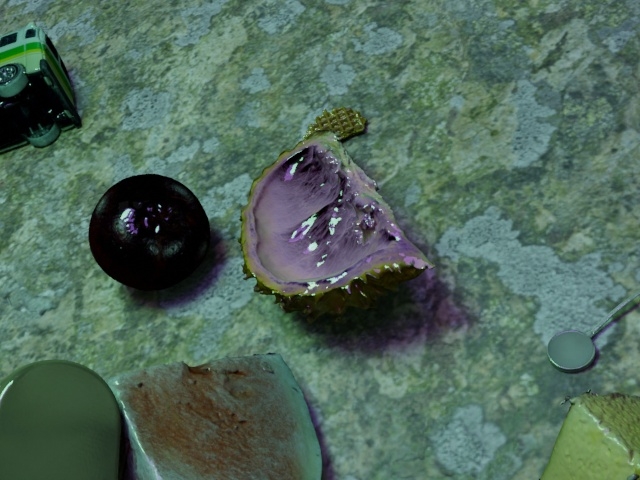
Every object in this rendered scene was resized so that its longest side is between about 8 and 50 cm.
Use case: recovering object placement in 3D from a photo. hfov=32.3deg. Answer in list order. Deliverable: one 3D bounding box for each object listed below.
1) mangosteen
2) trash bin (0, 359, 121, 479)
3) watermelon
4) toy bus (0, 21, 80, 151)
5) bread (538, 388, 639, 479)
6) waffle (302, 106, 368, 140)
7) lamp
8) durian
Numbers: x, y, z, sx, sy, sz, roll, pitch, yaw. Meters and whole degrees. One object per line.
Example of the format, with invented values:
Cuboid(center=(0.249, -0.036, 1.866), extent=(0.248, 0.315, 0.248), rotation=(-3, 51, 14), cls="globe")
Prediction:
Cuboid(center=(-0.214, -0.007, 1.377), extent=(0.152, 0.152, 0.152), rotation=(-11, 48, 12), cls="mangosteen")
Cuboid(center=(-0.288, 0.254, 1.067), extent=(0.121, 0.247, 0.243), rotation=(10, 69, -26), cls="trash bin")
Cuboid(center=(-0.134, 0.200, 1.114), extent=(0.262, 0.201, 0.213), rotation=(-24, 54, -9), cls="watermelon")
Cuboid(center=(-0.514, -0.210, 1.659), extent=(0.276, 0.133, 0.164), rotation=(-18, 47, 4), cls="toy bus")
Cuboid(center=(0.297, 0.220, 1.029), extent=(0.152, 0.127, 0.147), rotation=(-6, 36, -31), cls="bread")
Cuboid(center=(0.016, -0.148, 1.485), extent=(0.078, 0.016, 0.085), rotation=(27, 63, 41), cls="waffle")
Cuboid(center=(0.317, 0.063, 1.166), extent=(0.198, 0.056, 0.050), rotation=(-39, 51, -10), cls="lamp")
Cuboid(center=(-0.001, -0.001, 1.307), extent=(0.191, 0.112, 0.341), rotation=(-35, 39, 1), cls="durian")
